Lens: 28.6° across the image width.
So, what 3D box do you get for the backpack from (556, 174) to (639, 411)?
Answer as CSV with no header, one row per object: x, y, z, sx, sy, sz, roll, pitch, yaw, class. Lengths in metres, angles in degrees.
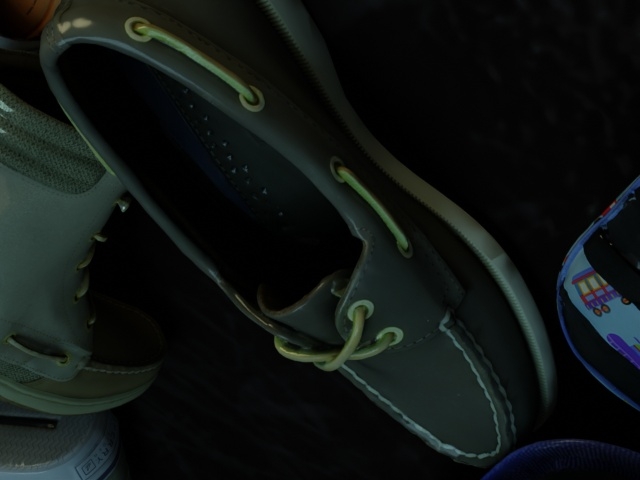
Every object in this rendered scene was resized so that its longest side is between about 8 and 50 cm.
0.180,0.016,0.441,0.173,0.117,0.158,32,138,-2,backpack

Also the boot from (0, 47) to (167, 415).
-0.123,0.000,0.617,0.165,0.077,0.213,-48,141,18,boot

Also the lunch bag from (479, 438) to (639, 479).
0.194,0.242,0.509,0.328,0.239,0.385,23,178,-2,lunch bag

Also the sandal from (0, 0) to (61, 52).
-0.209,-0.095,0.590,0.265,0.076,0.102,-20,118,40,sandal

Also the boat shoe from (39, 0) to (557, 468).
-0.003,0.001,0.551,0.109,0.091,0.305,-20,118,41,boat shoe

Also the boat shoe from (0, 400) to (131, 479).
-0.265,0.138,0.823,0.302,0.109,0.094,6,134,22,boat shoe
